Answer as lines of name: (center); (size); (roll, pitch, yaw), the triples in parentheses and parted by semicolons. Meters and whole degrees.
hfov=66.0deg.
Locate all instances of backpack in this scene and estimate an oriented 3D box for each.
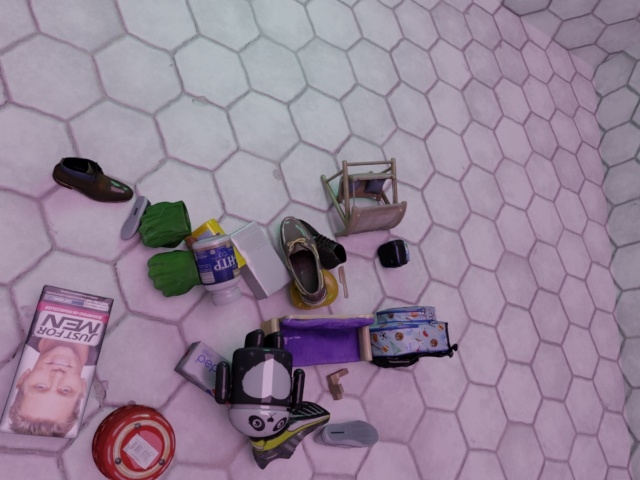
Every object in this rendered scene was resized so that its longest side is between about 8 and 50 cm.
backpack: (0.286, 0.334, 1.710); (0.263, 0.276, 0.213); (-6, 74, -27)
backpack: (0.279, 0.054, 1.867); (0.084, 0.114, 0.105); (-7, 82, -33)

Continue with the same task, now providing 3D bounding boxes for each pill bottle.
pill bottle: (-0.289, 0.085, 1.408); (0.112, 0.112, 0.187); (-21, 102, -34)

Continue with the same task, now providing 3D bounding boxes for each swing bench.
swing bench: (0.171, -0.158, 1.836); (0.253, 0.165, 0.255); (-9, 81, -33)

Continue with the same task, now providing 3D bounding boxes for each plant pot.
plant pot: (-0.464, 0.514, 1.245); (0.191, 0.174, 0.191); (11, 68, -30)

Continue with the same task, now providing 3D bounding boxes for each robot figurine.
robot figurine: (-0.162, 0.389, 1.350); (0.209, 0.173, 0.278); (-2, 69, 13)

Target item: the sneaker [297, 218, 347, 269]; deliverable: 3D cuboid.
sneaker: (0.000, 0.000, 1.711); (0.222, 0.118, 0.083); (47, 58, -11)

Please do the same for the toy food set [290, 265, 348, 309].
toy food set: (-0.014, 0.168, 1.682); (0.217, 0.071, 0.128); (-9, 77, -28)

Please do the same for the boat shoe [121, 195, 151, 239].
boat shoe: (-0.537, -0.063, 1.450); (0.040, 0.049, 0.142); (50, 52, -56)

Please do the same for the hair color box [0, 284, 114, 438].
hair color box: (-0.653, 0.302, 1.234); (0.173, 0.105, 0.348); (17, 68, -26)

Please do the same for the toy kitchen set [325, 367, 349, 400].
toy kitchen set: (0.075, 0.479, 1.643); (0.075, 0.068, 0.083); (-16, 84, -34)

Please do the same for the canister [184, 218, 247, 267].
canister: (-0.323, 0.033, 1.505); (0.170, 0.126, 0.073); (55, 24, -3)

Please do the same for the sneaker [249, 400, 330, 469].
sneaker: (-0.092, 0.585, 1.501); (0.299, 0.111, 0.121); (-9, 110, -40)

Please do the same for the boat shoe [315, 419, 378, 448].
boat shoe: (0.084, 0.630, 1.601); (0.226, 0.076, 0.083); (20, 48, -31)

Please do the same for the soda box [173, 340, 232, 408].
soda box: (-0.276, 0.415, 1.435); (0.286, 0.091, 0.098); (41, 59, -15)

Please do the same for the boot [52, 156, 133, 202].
boot: (-0.632, -0.168, 1.386); (0.219, 0.106, 0.082); (16, 68, -26)

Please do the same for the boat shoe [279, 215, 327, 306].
boat shoe: (-0.060, 0.051, 1.602); (0.116, 0.097, 0.325); (-17, 67, -4)

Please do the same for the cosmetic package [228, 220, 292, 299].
cosmetic package: (-0.206, 0.065, 1.590); (0.117, 0.085, 0.231); (-34, 96, -34)

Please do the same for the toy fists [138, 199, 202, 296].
toy fists: (-0.438, 0.023, 1.433); (0.142, 0.096, 0.279); (-14, 85, -4)

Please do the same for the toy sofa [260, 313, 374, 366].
toy sofa: (0.002, 0.323, 1.581); (0.362, 0.177, 0.150); (5, 73, -31)
